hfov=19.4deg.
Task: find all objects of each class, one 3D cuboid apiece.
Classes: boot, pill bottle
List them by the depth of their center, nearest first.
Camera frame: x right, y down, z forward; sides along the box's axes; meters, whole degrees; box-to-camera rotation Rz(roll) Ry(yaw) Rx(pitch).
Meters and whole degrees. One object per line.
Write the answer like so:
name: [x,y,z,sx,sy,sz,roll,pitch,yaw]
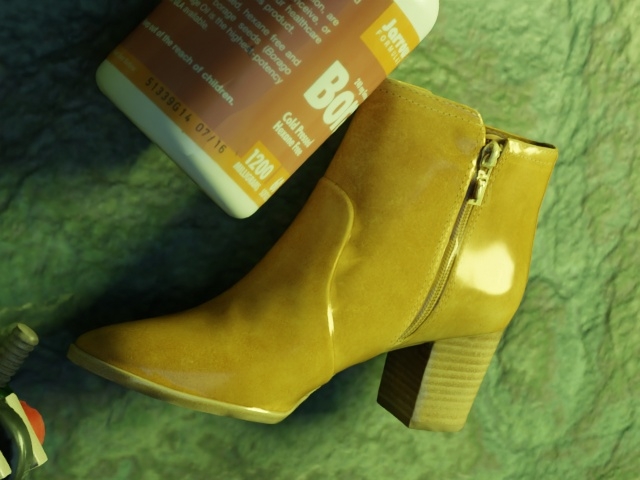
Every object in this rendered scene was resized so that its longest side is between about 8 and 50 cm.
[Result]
pill bottle: [-0.013,-0.126,1.050,0.216,0.121,0.121,-46,120,-1]
boot: [0.001,0.000,1.128,0.295,0.104,0.211,8,101,-32]

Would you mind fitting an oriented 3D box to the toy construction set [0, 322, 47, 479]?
toy construction set: [-0.295,0.129,0.936,0.257,0.309,0.237,36,97,-22]
